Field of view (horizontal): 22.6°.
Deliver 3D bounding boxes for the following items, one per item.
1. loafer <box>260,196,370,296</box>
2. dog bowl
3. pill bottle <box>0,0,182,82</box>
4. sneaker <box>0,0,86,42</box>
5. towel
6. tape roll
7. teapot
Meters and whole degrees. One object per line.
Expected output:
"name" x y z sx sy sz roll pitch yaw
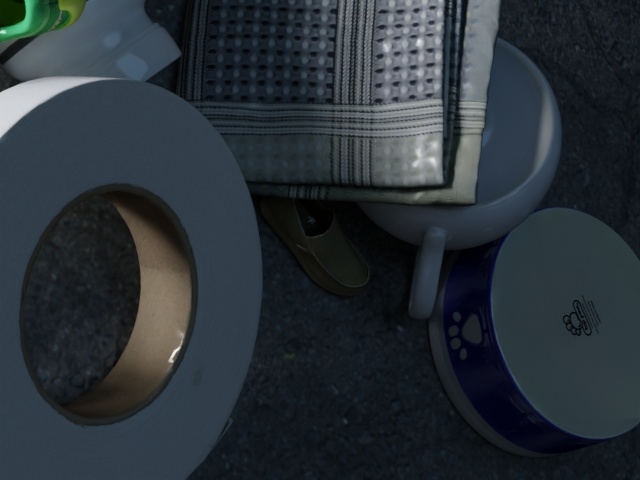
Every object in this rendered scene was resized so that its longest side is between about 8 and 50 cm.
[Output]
"loafer" 0.000 0.000 1.649 0.148 0.050 0.056 43 55 -16
"dog bowl" 0.252 0.100 1.763 0.265 0.104 0.265 13 67 -32
"pill bottle" -0.260 -0.247 1.476 0.162 0.162 0.278 -42 101 -37
"sneaker" -0.349 -0.219 1.348 0.123 0.295 0.109 -63 153 -68
"towel" 0.017 -0.188 1.611 0.324 0.056 0.312 4 67 7
"tape roll" -0.198 0.053 1.376 0.392 0.072 0.392 -11 105 -51
"teapot" 0.131 -0.086 1.699 0.256 0.187 0.252 -34 73 -14
